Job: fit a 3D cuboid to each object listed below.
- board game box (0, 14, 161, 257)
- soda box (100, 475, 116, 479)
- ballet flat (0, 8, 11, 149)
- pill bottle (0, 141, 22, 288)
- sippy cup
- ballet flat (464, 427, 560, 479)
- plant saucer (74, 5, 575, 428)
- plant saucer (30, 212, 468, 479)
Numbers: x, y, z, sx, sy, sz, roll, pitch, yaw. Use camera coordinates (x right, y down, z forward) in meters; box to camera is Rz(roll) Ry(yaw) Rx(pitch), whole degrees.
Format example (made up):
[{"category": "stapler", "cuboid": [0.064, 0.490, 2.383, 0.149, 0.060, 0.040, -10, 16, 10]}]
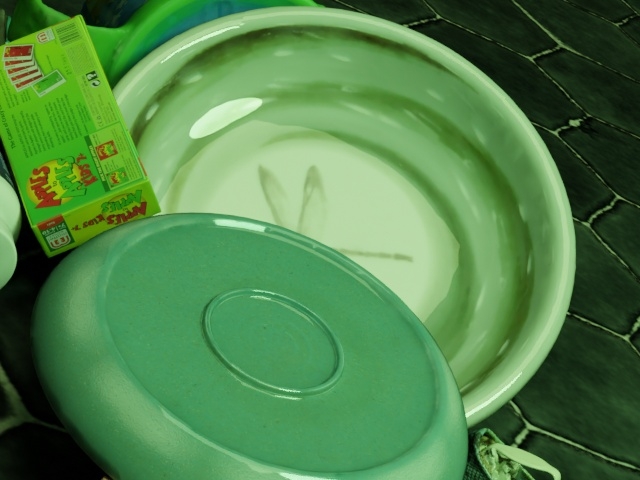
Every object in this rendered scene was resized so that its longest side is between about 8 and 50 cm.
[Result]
[{"category": "board game box", "cuboid": [-0.194, -0.082, 1.314, 0.092, 0.043, 0.181, -23, 55, -4]}, {"category": "soda box", "cuboid": [-0.066, 0.214, 1.071, 0.183, 0.058, 0.063, 23, 25, -12]}, {"category": "ballet flat", "cuboid": [-0.301, -0.150, 1.515, 0.068, 0.072, 0.213, 8, 30, -19]}, {"category": "pill bottle", "cuboid": [-0.272, -0.031, 1.280, 0.094, 0.094, 0.169, 14, 28, -30]}, {"category": "sippy cup", "cuboid": [-0.116, -0.155, 1.563, 0.305, 0.240, 0.224, 57, -6, -33]}, {"category": "ballet flat", "cuboid": [0.178, 0.212, 1.331, 0.188, 0.070, 0.070, 36, 25, 15]}, {"category": "plant saucer", "cuboid": [0.000, 0.000, 1.386, 0.401, 0.100, 0.400, 5, 61, -9]}, {"category": "plant saucer", "cuboid": [-0.037, 0.080, 1.176, 0.318, 0.043, 0.317, 17, 36, -13]}]
